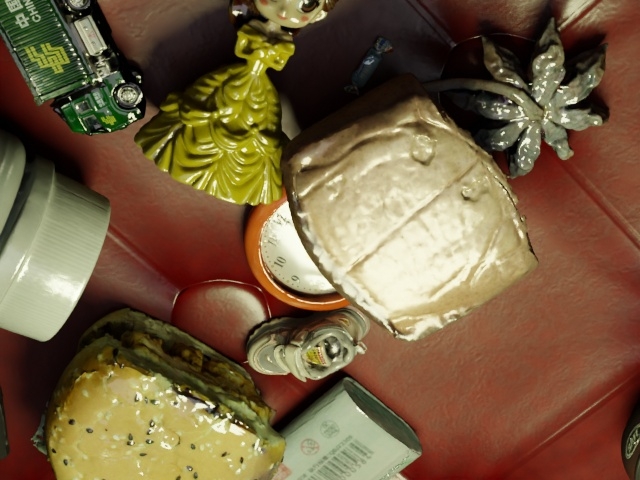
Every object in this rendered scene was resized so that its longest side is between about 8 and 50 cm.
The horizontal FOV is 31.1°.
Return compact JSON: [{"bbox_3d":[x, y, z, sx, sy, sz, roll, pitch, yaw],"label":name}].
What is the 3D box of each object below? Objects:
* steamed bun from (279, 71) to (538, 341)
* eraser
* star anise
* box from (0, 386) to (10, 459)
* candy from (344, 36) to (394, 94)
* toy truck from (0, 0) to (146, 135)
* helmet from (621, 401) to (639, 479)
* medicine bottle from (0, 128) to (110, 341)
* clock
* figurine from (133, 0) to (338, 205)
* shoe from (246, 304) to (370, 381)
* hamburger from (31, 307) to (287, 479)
[{"bbox_3d":[0.102,-0.047,1.408,0.252,0.199,0.301,-32,107,11],"label":"steamed bun"},{"bbox_3d":[0.012,0.325,1.695,0.227,0.081,0.174,-42,116,16],"label":"eraser"},{"bbox_3d":[0.252,-0.173,1.453,0.263,0.081,0.230,5,128,-9],"label":"star anise"},{"bbox_3d":[-0.515,0.262,1.661,0.125,0.027,0.126,1,119,-1],"label":"box"},{"bbox_3d":[0.062,-0.217,1.449,0.030,0.020,0.083,27,113,-15],"label":"candy"},{"bbox_3d":[-0.307,-0.247,1.375,0.121,0.088,0.259,-22,115,6],"label":"toy truck"},{"bbox_3d":[0.536,0.301,1.650,0.216,0.193,0.189,9,114,-21],"label":"helmet"},{"bbox_3d":[-0.434,-0.025,1.393,0.306,0.245,0.245,25,113,-23],"label":"medicine bottle"},{"bbox_3d":[0.000,0.000,1.540,0.205,0.051,0.205,-1,115,-2],"label":"clock"},{"bbox_3d":[-0.074,-0.219,1.356,0.187,0.168,0.315,32,116,11],"label":"figurine"},{"bbox_3d":[-0.015,0.154,1.597,0.180,0.092,0.089,-19,117,6],"label":"shoe"},{"bbox_3d":[-0.226,0.266,1.588,0.318,0.195,0.277,29,110,-15],"label":"hamburger"}]
